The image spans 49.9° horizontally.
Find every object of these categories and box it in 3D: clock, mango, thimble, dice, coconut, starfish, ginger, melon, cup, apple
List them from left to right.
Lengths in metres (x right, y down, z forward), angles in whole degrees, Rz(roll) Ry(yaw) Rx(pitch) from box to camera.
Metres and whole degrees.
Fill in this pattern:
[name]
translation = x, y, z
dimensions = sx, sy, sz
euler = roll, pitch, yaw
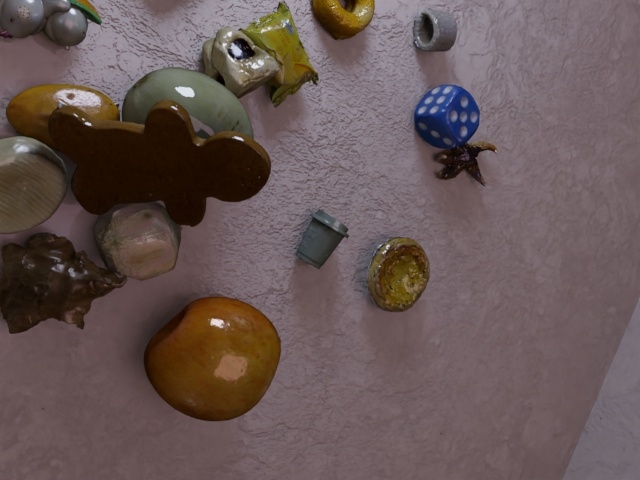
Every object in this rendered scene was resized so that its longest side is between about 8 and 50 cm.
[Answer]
[clock]
translation = -0.557, -0.466, 1.385
dimensions = 0.231, 0.103, 0.144
euler = 2, 98, -34
[ginger]
translation = -0.542, 0.085, 1.447
dimensions = 0.270, 0.123, 0.218
euler = -11, 93, -10
[mango]
translation = -0.533, -0.251, 1.437
dimensions = 0.228, 0.109, 0.147
euler = -3, 104, -33
[coconut]
translation = -0.398, -0.001, 1.540
dimensions = 0.195, 0.194, 0.194
euler = -7, 102, -34
[melon]
translation = -0.289, -0.238, 1.524
dimensions = 0.308, 0.272, 0.271
euler = 13, 91, -34
[apple]
translation = -0.258, 0.272, 1.623
dimensions = 0.275, 0.299, 0.299
euler = 35, 78, -20
[cup]
translation = 0.000, 0.000, 1.864
dimensions = 0.120, 0.120, 0.141
euler = 34, 87, -35
[thimble]
translation = 0.332, -0.606, 1.995
dimensions = 0.090, 0.102, 0.115
euler = -9, 74, -34
[dice]
translation = 0.374, -0.366, 2.040
dimensions = 0.146, 0.147, 0.143
euler = 48, 69, -31
[starfish]
translation = 0.460, -0.258, 2.176
dimensions = 0.238, 0.071, 0.215
euler = -27, 119, -18

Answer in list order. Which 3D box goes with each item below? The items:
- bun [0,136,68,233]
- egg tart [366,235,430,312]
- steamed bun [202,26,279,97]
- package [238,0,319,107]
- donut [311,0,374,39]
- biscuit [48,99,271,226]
[bun]
translation = -0.630, -0.120, 1.391
dimensions = 0.222, 0.128, 0.222
euler = -32, 139, -32
[egg tart]
translation = 0.222, 0.098, 2.049
dimensions = 0.234, 0.094, 0.234
euler = -8, 105, -32
[steamed bun]
translation = -0.208, -0.417, 1.621
dimensions = 0.141, 0.172, 0.155
euler = -37, 100, -36
[package]
translation = -0.099, -0.461, 1.719
dimensions = 0.168, 0.090, 0.226
euler = -38, 116, -26
[donut]
translation = 0.067, -0.629, 1.817
dimensions = 0.174, 0.075, 0.190
euler = -48, 121, -18
[biscuit]
translation = -0.310, -0.156, 1.393
dimensions = 0.064, 0.433, 0.282
euler = -81, 168, -52
